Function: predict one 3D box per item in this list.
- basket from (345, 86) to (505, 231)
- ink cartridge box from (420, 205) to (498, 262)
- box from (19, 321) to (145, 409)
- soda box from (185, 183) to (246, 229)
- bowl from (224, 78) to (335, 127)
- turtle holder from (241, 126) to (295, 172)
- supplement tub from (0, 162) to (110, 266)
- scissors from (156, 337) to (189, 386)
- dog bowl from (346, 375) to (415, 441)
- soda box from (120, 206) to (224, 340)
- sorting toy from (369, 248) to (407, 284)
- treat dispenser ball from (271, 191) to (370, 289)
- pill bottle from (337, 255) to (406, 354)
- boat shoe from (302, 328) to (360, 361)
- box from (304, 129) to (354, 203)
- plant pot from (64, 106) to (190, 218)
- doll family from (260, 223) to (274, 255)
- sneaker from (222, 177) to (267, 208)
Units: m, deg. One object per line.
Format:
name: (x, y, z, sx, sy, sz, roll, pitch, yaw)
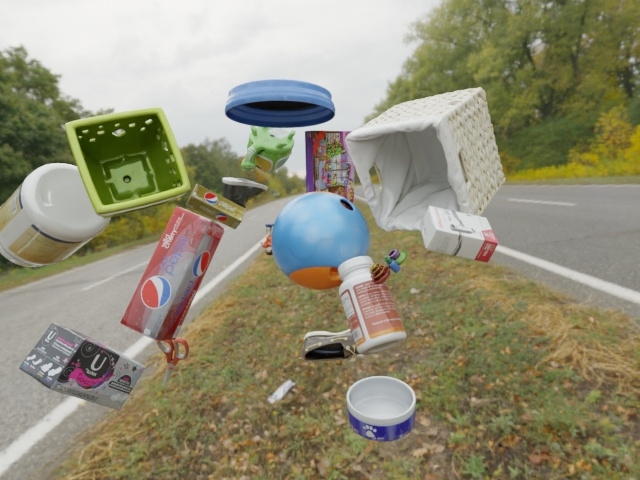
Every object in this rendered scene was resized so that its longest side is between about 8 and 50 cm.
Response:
basket: (0.307, -0.226, 1.237, 0.331, 0.328, 0.266, 3, 36, 47)
ink cartridge box: (0.291, -0.015, 0.905, 0.135, 0.056, 0.099, 11, 36, -5)
box: (-0.648, 0.353, 1.186, 0.163, 0.142, 0.247, 13, -25, 29)
soda box: (-0.343, -0.110, 1.408, 0.181, 0.061, 0.058, 28, -44, -21)
bowl: (-0.141, -0.480, 1.517, 0.391, 0.077, 0.391, 0, 2, 0)
turtle holder: (-0.275, -0.469, 2.259, 0.244, 0.227, 0.320, 13, 41, -11)
supplement tub: (-0.787, -0.061, 1.239, 0.316, 0.228, 0.228, -24, -3, 34)
scissors: (-0.511, 0.435, 1.486, 0.109, 0.297, 0.021, 11, 36, -1)
dog bowl: (0.235, 0.647, 1.653, 0.265, 0.104, 0.265, -3, 16, 1)
soda box: (-0.303, 0.069, 0.889, 0.092, 0.263, 0.083, 22, -8, 14)
sorting toy: (0.142, 0.048, 0.916, 0.102, 0.042, 0.061, -47, 14, -15)
treat dispenser ball: (0.000, 0.000, 1.246, 0.288, 0.288, 0.288, -8, 7, 1)
pill bottle: (0.115, 0.152, 1.024, 0.121, 0.216, 0.121, -14, -25, -7)
boat shoe: (0.090, 0.398, 1.599, 0.325, 0.116, 0.096, -5, 31, 10)
box: (0.039, -0.278, 1.658, 0.201, 0.293, 0.057, -11, 16, -35)
plant pot: (-0.488, -0.182, 1.090, 0.228, 0.227, 0.207, -19, 2, -27)
doll family: (-0.114, 0.012, 1.779, 0.263, 0.163, 0.118, -9, -24, 16)
sneaker: (-0.332, -0.186, 1.826, 0.105, 0.146, 0.296, 17, 11, 21)
